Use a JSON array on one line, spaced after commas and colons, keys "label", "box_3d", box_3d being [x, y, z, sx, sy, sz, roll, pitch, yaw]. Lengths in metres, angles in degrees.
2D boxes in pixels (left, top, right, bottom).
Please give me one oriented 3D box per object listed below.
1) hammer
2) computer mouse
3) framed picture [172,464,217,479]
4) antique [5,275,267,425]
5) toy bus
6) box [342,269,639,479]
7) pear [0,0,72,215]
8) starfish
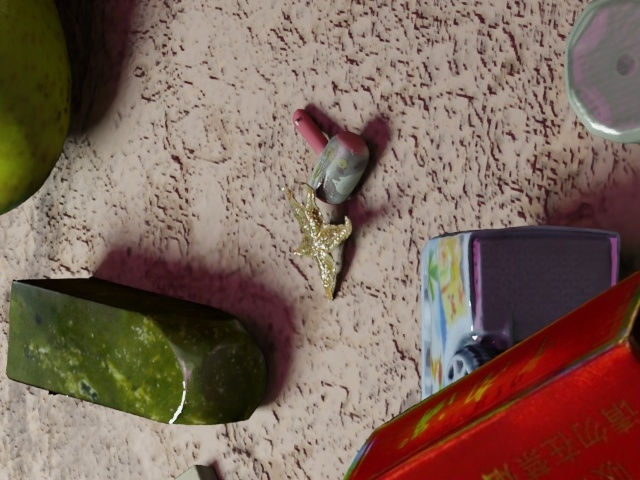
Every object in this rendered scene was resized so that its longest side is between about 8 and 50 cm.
[{"label": "hammer", "box_3d": [0.002, -0.065, 1.248, 0.052, 0.031, 0.083, -59, 43, 24]}, {"label": "computer mouse", "box_3d": [0.225, -0.101, 1.011, 0.181, 0.056, 0.089, -2, 93, 37]}, {"label": "framed picture", "box_3d": [-0.102, 0.359, 1.349, 0.240, 0.020, 0.324, -38, 65, 38]}, {"label": "antique", "box_3d": [-0.134, 0.080, 1.340, 0.221, 0.081, 0.080, 9, 98, 43]}, {"label": "toy bus", "box_3d": [0.113, 0.157, 1.069, 0.136, 0.109, 0.330, 177, 93, -71]}, {"label": "box", "box_3d": [0.181, 0.188, 0.913, 0.197, 0.089, 0.313, -35, 101, 32]}, {"label": "pear", "box_3d": [-0.314, -0.162, 1.384, 0.238, 0.342, 0.318, -32, 88, 10]}, {"label": "starfish", "box_3d": [0.000, 0.000, 1.238, 0.092, 0.016, 0.086, -17, 99, 61]}]
